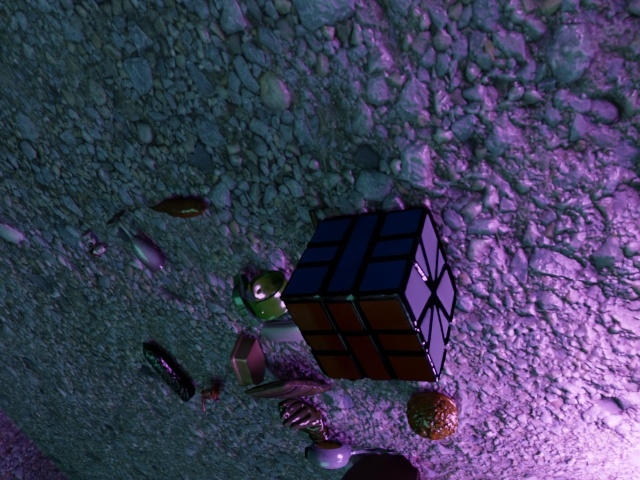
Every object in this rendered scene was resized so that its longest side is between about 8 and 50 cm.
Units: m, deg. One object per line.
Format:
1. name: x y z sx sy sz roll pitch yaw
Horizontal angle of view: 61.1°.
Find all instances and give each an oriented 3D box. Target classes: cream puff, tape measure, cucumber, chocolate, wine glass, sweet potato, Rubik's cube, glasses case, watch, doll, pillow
1. cream puff: 0.328 0.524 1.601 0.150 0.115 0.165 28 135 2
2. tape measure: 0.106 0.763 1.903 0.330 0.164 0.084 0 95 28
3. cucumber: -0.567 0.483 2.010 0.072 0.072 0.300 -11 125 32
4. chocolate: 0.242 0.965 1.926 0.326 0.314 0.297 -16 131 31
5. wine glass: -0.525 0.006 1.563 0.066 0.066 0.198 -13 125 33
6. sweet potato: -0.379 -0.087 1.416 0.195 0.056 0.056 5 132 27
7. Rubik's cube: 0.124 0.123 1.210 0.283 0.288 0.293 -4 126 27
8. glasses case: -0.105 0.272 1.623 0.164 0.041 0.063 -9 124 32
9. watch: -0.153 0.136 1.472 0.152 0.165 0.131 -24 119 11
10. doll: -0.698 0.014 1.665 0.058 0.040 0.085 -34 116 28
11. pillow: -0.104 0.482 1.756 0.208 0.052 0.212 -22 152 40

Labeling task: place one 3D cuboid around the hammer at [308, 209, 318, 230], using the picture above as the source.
1. hammer: 0.000 0.000 1.345 0.062 0.017 0.182 -1 128 26

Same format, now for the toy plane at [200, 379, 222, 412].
1. toy plane: -0.410 0.581 2.011 0.077 0.126 0.194 2 136 -15

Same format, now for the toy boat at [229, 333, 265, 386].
1. toy boat: -0.228 0.401 1.748 0.061 0.116 0.188 1 131 16

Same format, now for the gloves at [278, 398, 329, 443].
1. gloves: -0.059 0.619 1.878 0.135 0.107 0.268 -3 146 37
